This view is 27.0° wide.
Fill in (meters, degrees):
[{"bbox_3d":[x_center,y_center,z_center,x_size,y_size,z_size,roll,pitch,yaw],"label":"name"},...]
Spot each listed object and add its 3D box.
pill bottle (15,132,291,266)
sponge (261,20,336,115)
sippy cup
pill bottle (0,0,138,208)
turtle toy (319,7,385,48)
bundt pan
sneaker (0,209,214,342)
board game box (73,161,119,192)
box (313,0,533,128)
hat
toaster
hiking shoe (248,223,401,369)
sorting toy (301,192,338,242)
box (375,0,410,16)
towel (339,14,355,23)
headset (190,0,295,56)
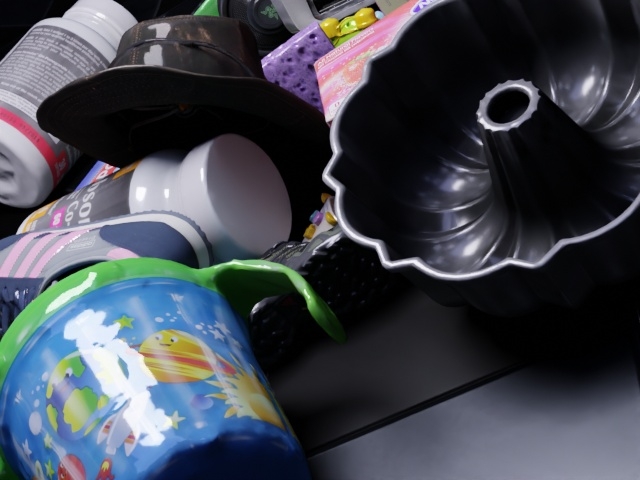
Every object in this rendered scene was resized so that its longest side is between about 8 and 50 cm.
[{"bbox_3d":[-0.176,-0.002,1.390,0.278,0.162,0.162,-23,31,34],"label":"pill bottle"},{"bbox_3d":[-0.057,-0.142,1.525,0.210,0.117,0.031,-34,25,6],"label":"sponge"},{"bbox_3d":[-0.123,0.163,1.051,0.224,0.240,0.305,42,120,51],"label":"sippy cup"},{"bbox_3d":[-0.392,-0.213,1.957,0.176,0.176,0.318,-7,41,44],"label":"pill bottle"},{"bbox_3d":[0.041,-0.224,1.567,0.130,0.095,0.066,-9,21,34],"label":"turtle toy"},{"bbox_3d":[0.174,-0.073,1.095,0.331,0.124,0.330,-17,48,20],"label":"bundt pan"},{"bbox_3d":[-0.262,0.052,1.275,0.319,0.112,0.131,-17,17,30],"label":"sneaker"},{"bbox_3d":[-0.230,-0.070,1.694,0.213,0.046,0.317,-8,40,42],"label":"board game box"},{"bbox_3d":[0.158,-0.172,1.292,0.300,0.142,0.154,-31,28,12],"label":"box"},{"bbox_3d":[-0.126,-0.158,1.396,0.331,0.331,0.134,-13,67,38],"label":"hat"},{"bbox_3d":[-0.003,-0.361,1.690,0.186,0.168,0.110,-25,12,-3],"label":"toaster"},{"bbox_3d":[-0.013,0.025,1.253,0.227,0.086,0.114,-33,31,10],"label":"hiking shoe"},{"bbox_3d":[0.000,0.000,1.337,0.075,0.045,0.083,-50,24,19],"label":"sorting toy"},{"bbox_3d":[0.159,-0.344,1.474,0.243,0.213,0.117,-29,29,16],"label":"box"},{"bbox_3d":[0.002,-0.232,1.688,0.110,0.027,0.148,-29,29,18],"label":"towel"},{"bbox_3d":[-0.090,-0.372,1.838,0.394,0.185,0.243,-38,26,25],"label":"headset"}]
